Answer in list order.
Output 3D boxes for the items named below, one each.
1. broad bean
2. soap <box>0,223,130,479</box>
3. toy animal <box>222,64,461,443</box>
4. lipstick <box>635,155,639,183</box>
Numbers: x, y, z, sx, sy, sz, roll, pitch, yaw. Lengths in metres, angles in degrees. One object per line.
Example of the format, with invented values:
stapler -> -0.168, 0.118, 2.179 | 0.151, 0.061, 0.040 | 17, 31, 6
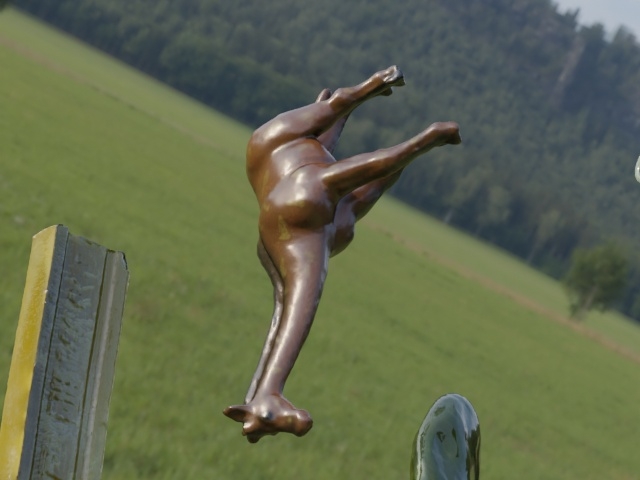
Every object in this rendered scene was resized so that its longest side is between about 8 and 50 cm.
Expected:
broad bean -> 0.094, 0.210, 0.936 | 0.072, 0.207, 0.153 | -14, -19, 5
soap -> -0.219, 0.116, 1.148 | 0.037, 0.252, 0.092 | -15, -30, 36
toy animal -> 0.000, 0.000, 0.876 | 0.224, 0.229, 0.066 | 49, -4, 40
lipstick -> 0.327, -0.049, 1.152 | 0.116, 0.037, 0.037 | 17, 5, -21
